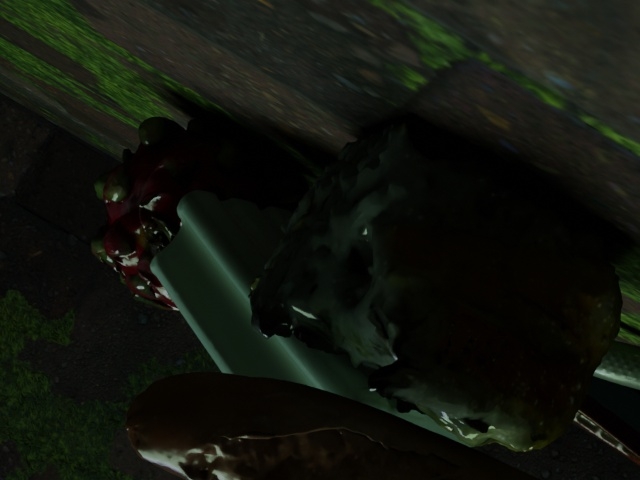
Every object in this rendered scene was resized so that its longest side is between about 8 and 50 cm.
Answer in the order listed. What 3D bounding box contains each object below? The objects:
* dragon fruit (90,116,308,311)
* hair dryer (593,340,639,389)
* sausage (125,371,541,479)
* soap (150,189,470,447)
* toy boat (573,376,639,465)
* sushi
[{"bbox_3d":[-0.097,-0.005,1.006,0.272,0.218,0.198,28,-150,-41],"label":"dragon fruit"},{"bbox_3d":[0.222,0.092,0.861,0.224,0.088,0.219,14,180,10],"label":"hair dryer"},{"bbox_3d":[0.039,0.135,0.586,0.304,0.078,0.078,24,178,-19],"label":"sausage"},{"bbox_3d":[-0.004,0.075,0.800,0.159,0.088,0.265,11,-154,-42],"label":"soap"},{"bbox_3d":[0.239,0.139,1.113,0.392,0.079,0.136,30,174,10],"label":"toy boat"},{"bbox_3d":[0.065,0.030,0.595,0.184,0.139,0.274,28,173,-7],"label":"sushi"}]
